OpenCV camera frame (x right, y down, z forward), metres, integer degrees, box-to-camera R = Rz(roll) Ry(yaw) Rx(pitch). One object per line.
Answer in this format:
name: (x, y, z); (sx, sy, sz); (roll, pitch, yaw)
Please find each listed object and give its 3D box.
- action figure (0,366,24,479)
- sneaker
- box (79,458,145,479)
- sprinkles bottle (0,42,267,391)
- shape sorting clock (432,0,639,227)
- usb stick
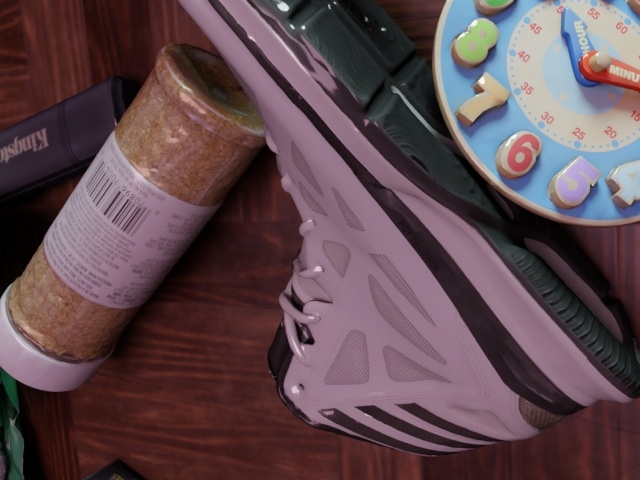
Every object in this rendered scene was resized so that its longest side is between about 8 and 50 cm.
action figure: (-0.401, 0.197, 0.894); (0.137, 0.063, 0.232); (-1, 96, 30)
sneaker: (0.000, 0.001, 0.557); (0.257, 0.169, 0.447); (-37, 100, 29)
box: (-0.175, 0.440, 0.824); (0.296, 0.073, 0.293); (30, 113, 17)
sprinkles bottle: (-0.183, -0.009, 0.708); (0.121, 0.121, 0.355); (46, 116, 11)
shape sorting clock: (0.174, -0.110, 0.497); (0.206, 0.206, 0.040); (57, 162, 6)
usb stick: (-0.291, -0.092, 0.787); (0.278, 0.045, 0.077); (-16, 89, 29)
